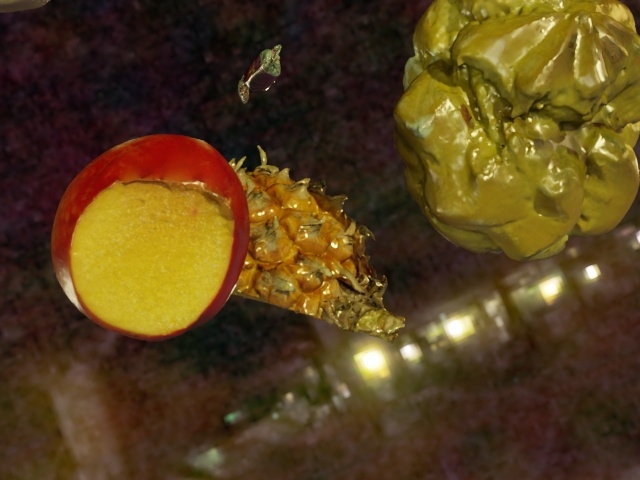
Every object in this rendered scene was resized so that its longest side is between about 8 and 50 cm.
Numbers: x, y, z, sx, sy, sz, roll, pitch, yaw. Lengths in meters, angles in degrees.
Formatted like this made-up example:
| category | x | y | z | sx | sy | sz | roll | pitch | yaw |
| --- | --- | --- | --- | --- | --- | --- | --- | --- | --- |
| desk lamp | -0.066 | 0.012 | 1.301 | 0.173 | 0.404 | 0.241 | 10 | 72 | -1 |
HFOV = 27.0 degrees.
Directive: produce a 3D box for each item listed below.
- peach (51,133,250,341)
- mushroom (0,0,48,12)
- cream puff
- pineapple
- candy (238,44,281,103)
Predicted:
| category | x | y | z | sx | sy | sz | roll | pitch | yaw |
| --- | --- | --- | --- | --- | --- | --- | --- | --- | --- |
| peach | -0.152 | -0.002 | 1.230 | 0.190 | 0.190 | 0.192 | -21 | 178 | -23 |
| mushroom | -0.489 | -0.376 | 1.811 | 0.137 | 0.154 | 0.407 | -60 | 163 | 23 |
| cream puff | 0.261 | -0.159 | 1.566 | 0.378 | 0.378 | 0.275 | -19 | -177 | -35 |
| pineapple | 0.003 | 0.001 | 1.702 | 0.286 | 0.209 | 0.344 | 13 | 177 | 29 |
| candy | -0.092 | -0.267 | 2.123 | 0.043 | 0.045 | 0.175 | 6 | 164 | -21 |
